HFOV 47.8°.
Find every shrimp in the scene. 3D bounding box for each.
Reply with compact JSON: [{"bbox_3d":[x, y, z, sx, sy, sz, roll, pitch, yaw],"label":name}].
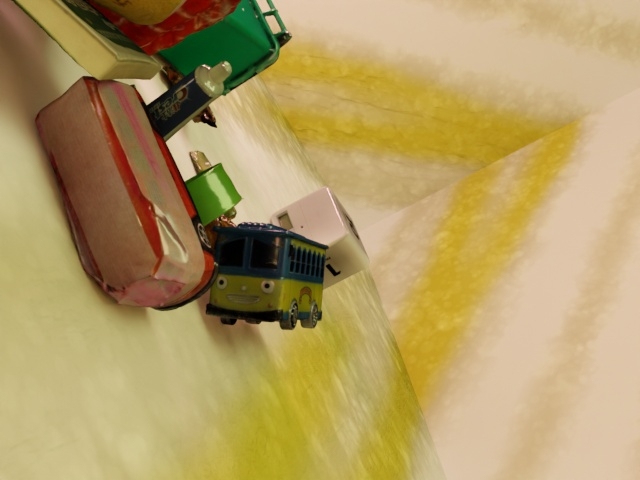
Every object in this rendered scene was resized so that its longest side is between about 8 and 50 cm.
[{"bbox_3d":[-0.304,-0.316,1.625,0.117,0.066,0.262,38,7,-36],"label":"shrimp"}]

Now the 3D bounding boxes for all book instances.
[{"bbox_3d":[-0.374,-0.342,0.914,0.371,0.043,0.260,42,9,-9],"label":"book"}]

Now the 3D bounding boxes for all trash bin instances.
[{"bbox_3d":[-0.279,-0.541,1.770,0.259,0.295,0.381,64,14,12],"label":"trash bin"}]

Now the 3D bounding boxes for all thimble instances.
[{"bbox_3d":[-0.292,-0.487,1.312,0.231,0.350,0.350,60,9,-14],"label":"thimble"}]

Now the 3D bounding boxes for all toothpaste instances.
[{"bbox_3d":[-0.222,-0.173,1.019,0.069,0.268,0.047,45,35,-23],"label":"toothpaste"}]

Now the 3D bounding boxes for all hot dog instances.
[{"bbox_3d":[-0.186,-0.001,1.344,0.099,0.065,0.147,30,35,-59],"label":"hot dog"}]

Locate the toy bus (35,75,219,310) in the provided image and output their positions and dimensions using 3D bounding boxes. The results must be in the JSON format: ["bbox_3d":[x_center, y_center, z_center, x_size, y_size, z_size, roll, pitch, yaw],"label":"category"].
[{"bbox_3d":[-0.248,-0.056,0.928,0.303,0.127,0.147,66,15,12],"label":"toy bus"}]

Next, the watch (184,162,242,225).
[{"bbox_3d":[-0.205,-0.066,1.134,0.131,0.152,0.165,58,10,-9],"label":"watch"}]

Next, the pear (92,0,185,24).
[{"bbox_3d":[-0.260,-0.446,1.020,0.271,0.271,0.271,60,9,-15],"label":"pear"}]

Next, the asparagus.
[{"bbox_3d":[-0.229,-0.121,1.538,0.178,0.041,0.045,63,0,11],"label":"asparagus"}]

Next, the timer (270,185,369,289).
[{"bbox_3d":[0.000,0.000,2.022,0.195,0.194,0.192,49,16,-53],"label":"timer"}]

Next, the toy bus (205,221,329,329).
[{"bbox_3d":[-0.086,0.066,1.272,0.287,0.138,0.175,23,72,-75],"label":"toy bus"}]
